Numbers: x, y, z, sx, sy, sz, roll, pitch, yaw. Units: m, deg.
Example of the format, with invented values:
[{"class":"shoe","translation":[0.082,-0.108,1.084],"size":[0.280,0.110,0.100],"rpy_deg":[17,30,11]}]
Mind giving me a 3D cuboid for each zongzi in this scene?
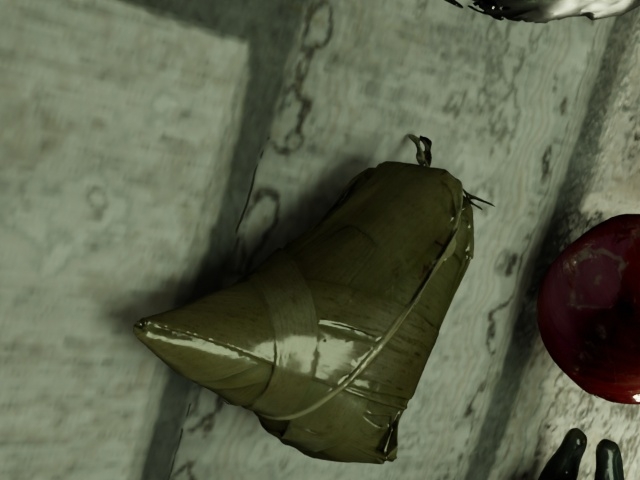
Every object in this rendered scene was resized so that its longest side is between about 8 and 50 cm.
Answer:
[{"class":"zongzi","translation":[0.000,0.000,0.835],"size":[0.178,0.081,0.189],"rpy_deg":[37,70,-45]}]

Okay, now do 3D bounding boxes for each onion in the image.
[{"class":"onion","translation":[0.205,0.043,1.094],"size":[0.131,0.131,0.131],"rpy_deg":[-31,131,-43]}]

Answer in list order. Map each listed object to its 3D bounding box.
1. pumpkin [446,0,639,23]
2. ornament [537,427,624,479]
[{"class":"pumpkin","translation":[0.111,-0.210,0.758],"size":[0.233,0.163,0.233],"rpy_deg":[-12,121,-21]},{"class":"ornament","translation":[0.116,0.253,1.127],"size":[0.236,0.080,0.202],"rpy_deg":[-25,124,-50]}]
